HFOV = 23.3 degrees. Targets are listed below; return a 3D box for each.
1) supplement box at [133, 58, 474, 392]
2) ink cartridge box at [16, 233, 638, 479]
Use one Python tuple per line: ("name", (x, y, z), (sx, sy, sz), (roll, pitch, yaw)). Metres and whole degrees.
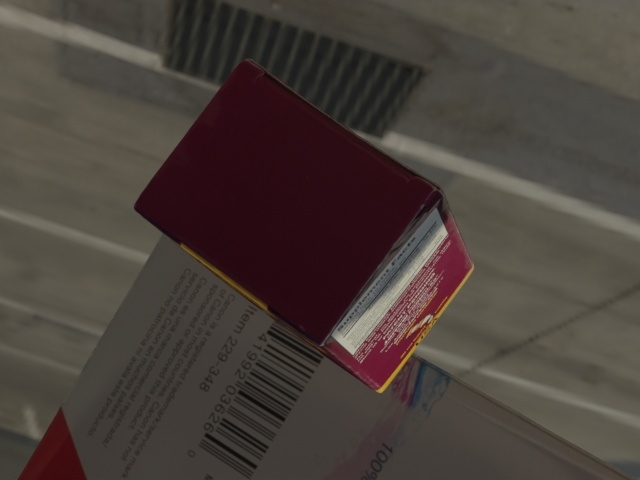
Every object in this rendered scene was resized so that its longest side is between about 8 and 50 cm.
("supplement box", (0.000, 0.000, 0.362), (0.055, 0.043, 0.083), (36, 176, 17))
("ink cartridge box", (0.011, 0.163, 0.709), (0.306, 0.226, 0.131), (30, 176, 28))
